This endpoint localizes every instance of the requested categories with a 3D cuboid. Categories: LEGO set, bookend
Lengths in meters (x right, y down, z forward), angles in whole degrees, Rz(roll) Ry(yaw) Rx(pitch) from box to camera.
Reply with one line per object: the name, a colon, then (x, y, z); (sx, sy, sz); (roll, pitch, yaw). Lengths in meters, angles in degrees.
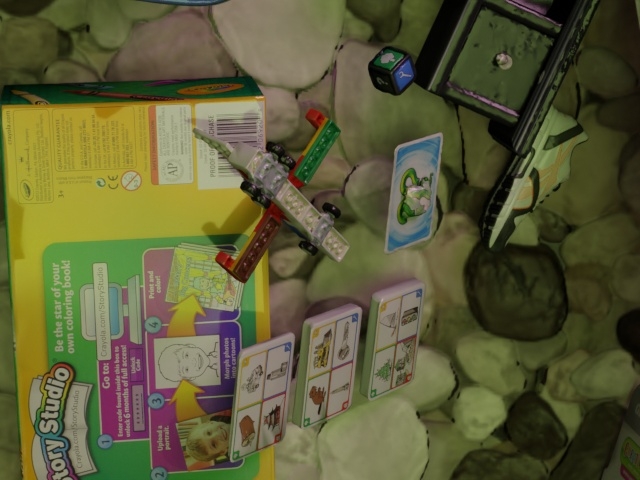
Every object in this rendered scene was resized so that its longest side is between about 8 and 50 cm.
LEGO set: (0.000, 0.000, 1.075); (0.182, 0.060, 0.244); (-19, 123, -45)
bookend: (0.089, -0.158, 1.088); (0.157, 0.072, 0.156); (23, 99, -12)

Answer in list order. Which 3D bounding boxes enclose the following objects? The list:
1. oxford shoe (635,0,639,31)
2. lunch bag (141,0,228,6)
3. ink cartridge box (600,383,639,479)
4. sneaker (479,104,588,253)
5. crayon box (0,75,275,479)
oxford shoe: (0.284, -0.055, 1.030); (0.130, 0.169, 0.449); (-12, 80, 27)
lunch bag: (-0.133, -0.287, 0.954); (0.243, 0.115, 0.303); (8, 123, 4)
ink cartridge box: (0.267, 0.268, 1.089); (0.130, 0.309, 0.272); (12, 101, -11)
sneaker: (0.143, -0.038, 1.141); (0.044, 0.040, 0.109); (24, 98, -15)
crayon box: (-0.117, 0.039, 1.097); (0.165, 0.081, 0.278); (-3, 103, -8)
